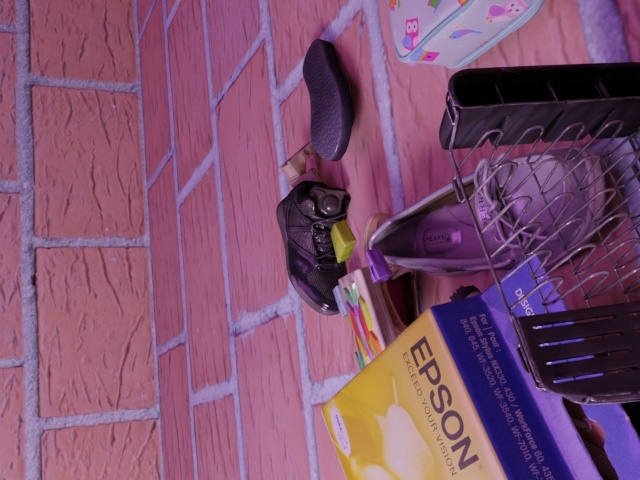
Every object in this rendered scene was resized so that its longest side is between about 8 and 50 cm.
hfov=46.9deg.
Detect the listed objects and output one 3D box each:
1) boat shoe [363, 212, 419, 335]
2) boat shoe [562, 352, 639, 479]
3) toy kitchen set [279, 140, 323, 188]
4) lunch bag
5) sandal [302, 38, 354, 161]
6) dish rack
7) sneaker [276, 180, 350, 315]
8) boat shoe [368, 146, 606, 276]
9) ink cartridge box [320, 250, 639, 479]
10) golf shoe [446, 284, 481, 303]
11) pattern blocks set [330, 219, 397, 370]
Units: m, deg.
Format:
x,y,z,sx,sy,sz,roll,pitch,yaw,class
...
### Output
x,y,z,sx,sy,sz,roll,pitch,yaw,class
0.102,0.043,0.989,0.059,0.063,0.170,-13,87,62,boat shoe
0.235,0.146,0.647,0.324,0.123,0.116,41,123,47,boat shoe
-0.007,-0.121,1.256,0.083,0.075,0.068,52,146,-11,toy kitchen set
0.149,-0.348,0.826,0.224,0.107,0.279,147,122,-67,lunch bag
0.023,-0.231,1.179,0.097,0.054,0.255,-52,34,43,sandal
0.217,-0.013,0.580,0.074,0.208,0.272,110,150,-59,dish rack
0.000,0.000,1.170,0.130,0.087,0.228,-52,46,50,sneaker
0.167,-0.020,0.792,0.320,0.103,0.118,161,107,-64,boat shoe
0.136,0.217,0.634,0.307,0.072,0.304,-56,47,46,ink cartridge box
0.180,0.150,0.823,0.094,0.077,0.198,9,101,48,golf shoe
0.065,0.112,0.962,0.325,0.026,0.285,96,156,-67,pattern blocks set
